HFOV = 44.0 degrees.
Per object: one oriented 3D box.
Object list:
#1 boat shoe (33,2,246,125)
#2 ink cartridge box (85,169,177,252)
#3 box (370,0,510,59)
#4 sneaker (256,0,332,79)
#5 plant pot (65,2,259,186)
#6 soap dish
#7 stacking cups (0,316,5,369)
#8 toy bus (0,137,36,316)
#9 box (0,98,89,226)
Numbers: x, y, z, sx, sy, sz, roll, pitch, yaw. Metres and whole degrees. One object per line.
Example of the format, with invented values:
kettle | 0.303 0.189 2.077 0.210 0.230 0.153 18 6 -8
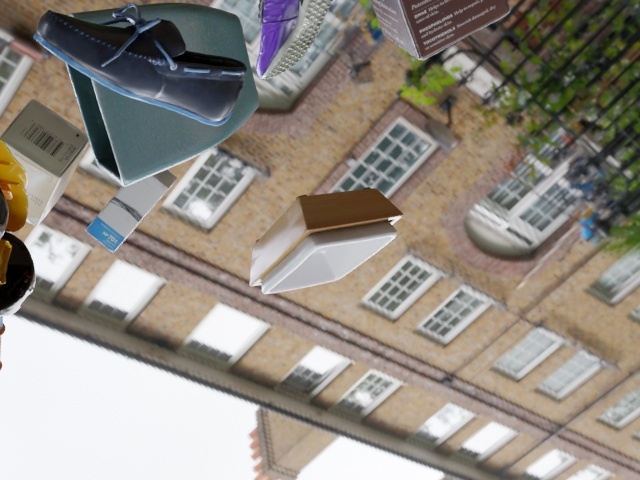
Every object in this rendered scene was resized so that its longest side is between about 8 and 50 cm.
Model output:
boat shoe | -0.186 -0.205 0.856 0.109 0.089 0.258 42 -163 27
ink cartridge box | -0.408 -0.082 1.722 0.082 0.190 0.139 42 -170 -10
box | 0.165 -0.427 1.243 0.203 0.167 0.168 63 177 -33
sneaker | -0.074 -0.454 1.544 0.146 0.293 0.102 44 -137 9
plant pot | -0.243 -0.252 1.235 0.247 0.252 0.247 28 134 63
soap dish | 0.000 0.000 1.626 0.229 0.291 0.118 -9 -109 -32
stacking cups | -0.477 0.096 1.115 0.096 0.316 0.096 6 -160 -2
toy bus | -0.305 0.035 0.494 0.212 0.149 0.220 11 -114 -4
box | -0.618 -0.159 1.716 0.148 0.311 0.121 34 -120 -12
